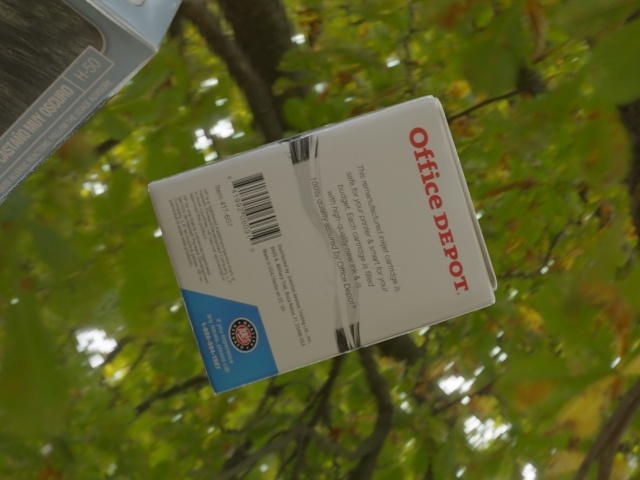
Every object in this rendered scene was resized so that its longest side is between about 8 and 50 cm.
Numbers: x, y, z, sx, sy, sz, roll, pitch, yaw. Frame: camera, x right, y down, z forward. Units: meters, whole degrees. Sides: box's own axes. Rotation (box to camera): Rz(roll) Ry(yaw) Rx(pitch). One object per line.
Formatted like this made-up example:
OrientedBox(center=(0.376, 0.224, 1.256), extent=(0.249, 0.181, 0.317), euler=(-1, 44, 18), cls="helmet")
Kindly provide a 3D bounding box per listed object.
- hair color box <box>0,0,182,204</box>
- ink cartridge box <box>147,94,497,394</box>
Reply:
OrientedBox(center=(-0.126, -0.191, 0.807), extent=(0.113, 0.374, 0.185), euler=(38, -49, -18), cls="hair color box")
OrientedBox(center=(0.000, 0.000, 1.047), extent=(0.203, 0.086, 0.148), euler=(-17, -85, -5), cls="ink cartridge box")
